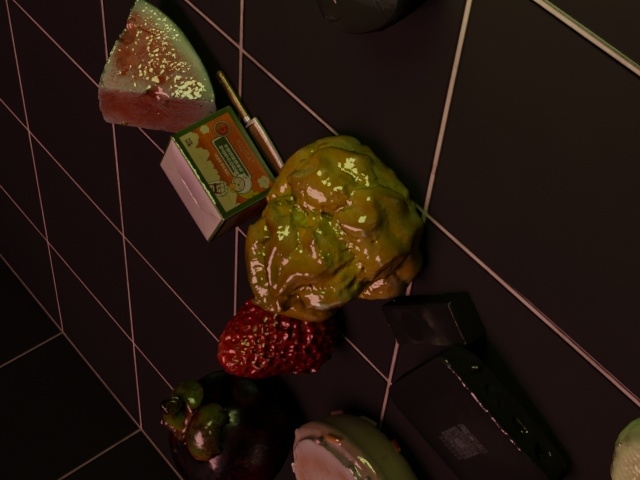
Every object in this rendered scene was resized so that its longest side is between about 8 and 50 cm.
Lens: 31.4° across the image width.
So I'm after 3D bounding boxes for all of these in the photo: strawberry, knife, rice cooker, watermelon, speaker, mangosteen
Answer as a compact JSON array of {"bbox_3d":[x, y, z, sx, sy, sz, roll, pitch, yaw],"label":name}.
[{"bbox_3d":[-0.096,0.192,2.283,0.205,0.244,0.205,43,151,31],"label":"strawberry"},{"bbox_3d":[-0.130,-0.219,2.181,0.256,0.022,0.046,58,149,3],"label":"knife"},{"bbox_3d":[0.070,-0.364,1.593,0.203,0.118,0.142,6,122,57],"label":"rice cooker"},{"bbox_3d":[-0.330,-0.305,2.243,0.261,0.201,0.213,50,160,10],"label":"watermelon"},{"bbox_3d":[0.189,0.135,1.962,0.218,0.044,0.082,-7,110,61],"label":"speaker"},{"bbox_3d":[-0.240,0.454,2.675,0.306,0.359,0.306,-4,85,45],"label":"mangosteen"}]

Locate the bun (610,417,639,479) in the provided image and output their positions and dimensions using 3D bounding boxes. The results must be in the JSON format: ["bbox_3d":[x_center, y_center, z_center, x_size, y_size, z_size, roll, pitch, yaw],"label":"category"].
[{"bbox_3d":[0.491,0.317,1.553,0.195,0.118,0.195,37,149,27],"label":"bun"}]

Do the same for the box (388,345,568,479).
[{"bbox_3d":[0.264,0.326,1.965,0.290,0.073,0.289,49,153,3],"label":"box"}]

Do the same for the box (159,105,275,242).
[{"bbox_3d":[-0.196,-0.129,2.237,0.195,0.148,0.177,58,158,5],"label":"box"}]

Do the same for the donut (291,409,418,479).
[{"bbox_3d":[0.092,0.530,2.408,0.382,0.142,0.382,41,149,33],"label":"donut"}]

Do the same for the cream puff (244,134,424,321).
[{"bbox_3d":[0.000,-0.001,1.929,0.324,0.257,0.291,-1,120,60],"label":"cream puff"}]
